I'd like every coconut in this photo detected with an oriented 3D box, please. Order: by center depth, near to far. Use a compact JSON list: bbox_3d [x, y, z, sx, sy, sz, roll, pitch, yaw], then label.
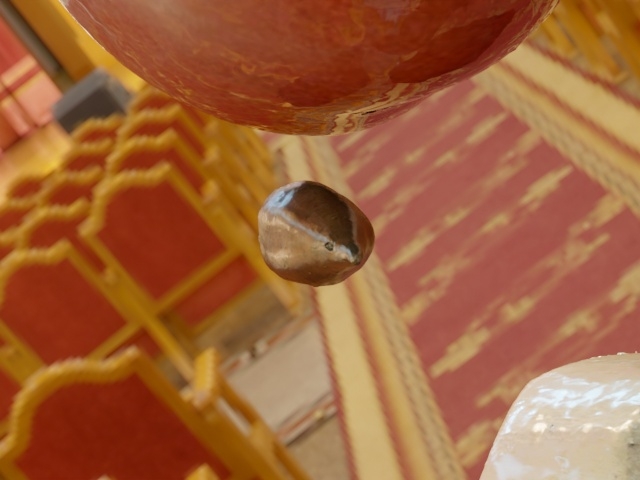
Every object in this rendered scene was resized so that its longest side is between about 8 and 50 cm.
[{"bbox_3d":[0.181,0.162,0.863,0.224,0.224,0.234,-47,11,-34],"label":"coconut"}]

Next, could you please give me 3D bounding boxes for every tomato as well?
[{"bbox_3d":[-0.010,-0.211,0.765,0.321,0.321,0.321,-35,14,10],"label":"tomato"}]

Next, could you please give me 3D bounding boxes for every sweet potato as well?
[{"bbox_3d":[0.000,0.000,0.736,0.049,0.049,0.117,-39,16,-7],"label":"sweet potato"}]
